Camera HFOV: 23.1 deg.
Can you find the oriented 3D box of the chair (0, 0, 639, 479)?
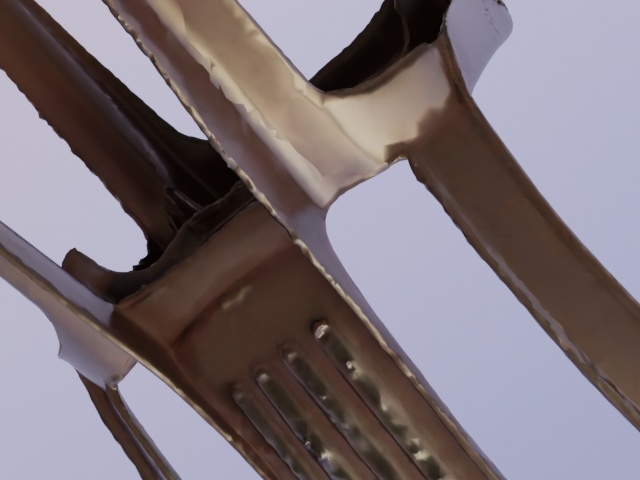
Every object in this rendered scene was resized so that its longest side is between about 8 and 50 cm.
[{"bbox_3d":[0.000,0.000,0.478,0.176,0.326,0.183,-37,-171,25],"label":"chair"}]
